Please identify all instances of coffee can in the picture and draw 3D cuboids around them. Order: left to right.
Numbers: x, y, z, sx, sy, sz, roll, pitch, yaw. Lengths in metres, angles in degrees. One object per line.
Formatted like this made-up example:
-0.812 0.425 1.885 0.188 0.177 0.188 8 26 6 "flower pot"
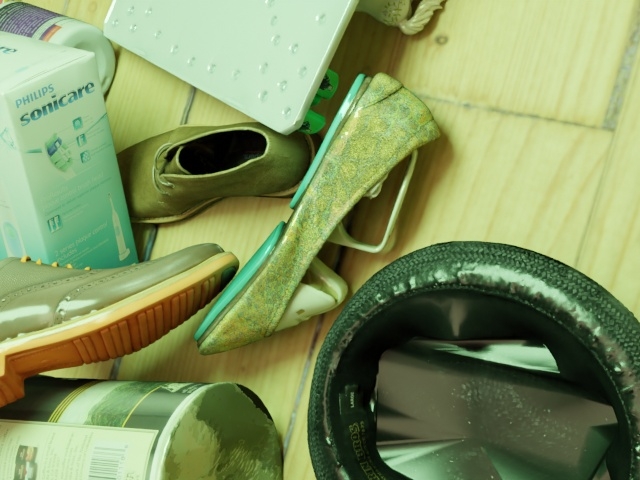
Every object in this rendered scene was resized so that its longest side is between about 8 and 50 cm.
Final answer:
-0.207 0.242 1.079 0.275 0.201 0.201 -2 81 31 "coffee can"

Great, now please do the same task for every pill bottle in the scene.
-0.357 -0.236 1.300 0.194 0.108 0.108 23 95 32 "pill bottle"

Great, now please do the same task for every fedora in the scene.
0.157 0.159 0.891 0.334 0.152 0.333 -5 80 31 "fedora"

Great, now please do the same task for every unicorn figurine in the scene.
0.048 -0.259 1.078 0.162 0.060 0.111 31 95 34 "unicorn figurine"

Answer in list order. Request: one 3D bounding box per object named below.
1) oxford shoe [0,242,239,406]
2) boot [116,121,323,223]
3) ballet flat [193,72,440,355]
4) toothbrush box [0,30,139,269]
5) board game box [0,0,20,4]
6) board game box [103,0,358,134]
-0.259 0.060 1.053 0.364 0.130 0.132 -21 70 -20 "oxford shoe"
-0.152 -0.084 1.147 0.305 0.115 0.112 -8 82 33 "boot"
0.000 0.000 1.048 0.123 0.123 0.348 42 107 30 "ballet flat"
-0.338 -0.072 1.169 0.216 0.126 0.295 19 128 32 "toothbrush box"
-0.518 -0.322 1.461 0.260 0.039 0.124 1 83 35 "board game box"
-0.051 -0.343 1.115 0.390 0.050 0.389 33 101 43 "board game box"
